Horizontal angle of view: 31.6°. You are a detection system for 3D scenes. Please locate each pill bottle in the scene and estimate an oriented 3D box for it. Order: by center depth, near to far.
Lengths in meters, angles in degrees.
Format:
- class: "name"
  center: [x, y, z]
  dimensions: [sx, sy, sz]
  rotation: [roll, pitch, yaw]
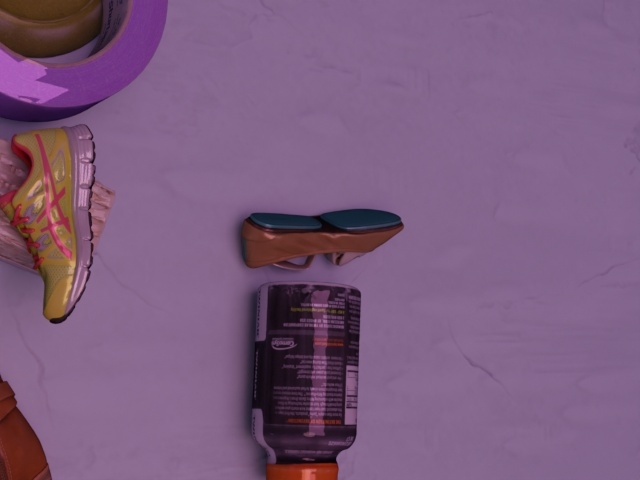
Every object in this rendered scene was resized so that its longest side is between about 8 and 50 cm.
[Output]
- class: "pill bottle"
  center: [-0.018, 0.177, 1.377]
  dimensions: [0.130, 0.130, 0.246]
  rotation: [8, 80, -30]

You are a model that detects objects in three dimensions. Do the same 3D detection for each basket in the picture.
- class: "basket"
  center: [-0.320, -0.035, 1.237]
  dimensions: [0.167, 0.103, 0.113]
  rotation: [26, 72, -27]

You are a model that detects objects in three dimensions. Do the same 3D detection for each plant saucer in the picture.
- class: "plant saucer"
  center: [-0.335, -0.333, 1.306]
  dimensions: [0.241, 0.037, 0.241]
  rotation: [4, 82, -31]

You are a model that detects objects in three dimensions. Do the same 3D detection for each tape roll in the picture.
- class: "tape roll"
  center: [-0.310, -0.272, 1.240]
  dimensions: [0.274, 0.090, 0.275]
  rotation: [4, 81, -30]

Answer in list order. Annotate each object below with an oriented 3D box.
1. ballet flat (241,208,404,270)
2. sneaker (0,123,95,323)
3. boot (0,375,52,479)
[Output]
- class: "ballet flat"
  center: [0.000, 0.000, 1.457]
  dimensions: [0.232, 0.080, 0.073]
  rotation: [-1, 112, -29]
- class: "sneaker"
  center: [-0.284, -0.018, 1.158]
  dimensions: [0.094, 0.081, 0.209]
  rotation: [3, 76, -24]
- class: "boot"
  center: [-0.379, 0.235, 1.118]
  dimensions: [0.283, 0.109, 0.220]
  rotation: [-23, 93, -58]
